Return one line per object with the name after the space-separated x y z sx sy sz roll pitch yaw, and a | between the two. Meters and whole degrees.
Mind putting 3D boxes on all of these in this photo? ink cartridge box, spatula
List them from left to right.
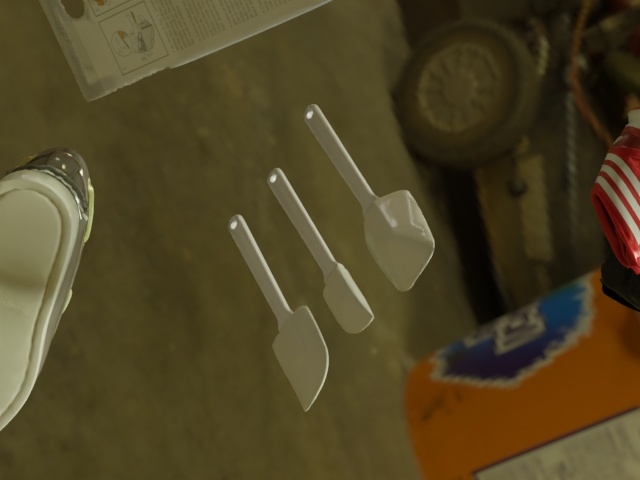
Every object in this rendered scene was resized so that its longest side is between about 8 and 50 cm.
-0.097 -0.214 1.033 0.066 0.232 0.189 -33 102 -48 | ink cartridge box
0.000 0.000 1.253 0.019 0.168 0.242 21 23 -32 | spatula

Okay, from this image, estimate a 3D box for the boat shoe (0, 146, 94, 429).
-0.273 0.054 1.386 0.109 0.305 0.091 27 30 -2 | boat shoe

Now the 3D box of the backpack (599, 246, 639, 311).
0.442 0.056 1.898 0.182 0.115 0.152 20 13 -38 | backpack

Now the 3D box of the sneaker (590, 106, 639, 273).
0.327 -0.005 1.359 0.221 0.128 0.087 34 -4 2 | sneaker
